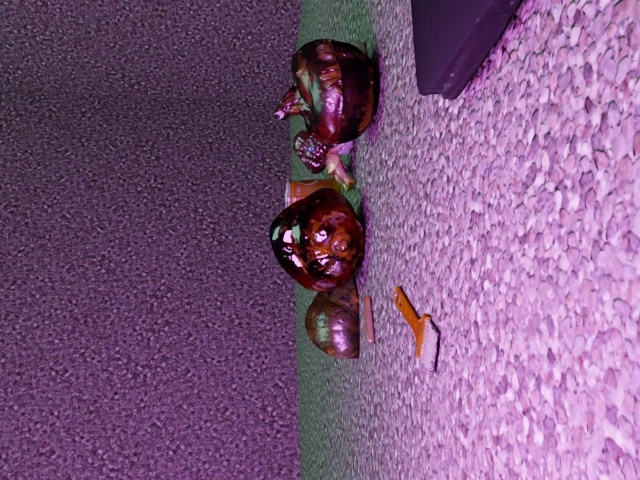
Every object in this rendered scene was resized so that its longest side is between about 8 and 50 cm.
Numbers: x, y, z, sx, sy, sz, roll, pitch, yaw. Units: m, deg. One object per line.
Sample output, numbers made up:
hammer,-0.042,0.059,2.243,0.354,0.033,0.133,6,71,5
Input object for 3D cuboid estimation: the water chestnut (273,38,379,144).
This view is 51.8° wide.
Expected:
water chestnut,0.009,-0.388,1.740,0.300,0.300,0.299,-178,90,-82

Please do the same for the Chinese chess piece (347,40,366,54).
Chinese chess piece,0.099,-0.516,1.915,0.122,0.051,0.122,-179,90,-80

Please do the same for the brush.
brush,0.183,0.157,1.297,0.314,0.017,0.090,-113,28,-73

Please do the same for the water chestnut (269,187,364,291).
water chestnut,0.000,0.000,1.850,0.244,0.289,0.288,-37,-44,-58

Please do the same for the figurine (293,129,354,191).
figurine,0.019,-0.251,2.022,0.116,0.240,0.174,-46,-15,-24

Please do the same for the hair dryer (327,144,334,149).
hair dryer,0.047,-0.464,2.212,0.189,0.107,0.344,155,126,-83

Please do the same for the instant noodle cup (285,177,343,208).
instant noodle cup,-0.025,-0.143,2.242,0.168,0.185,0.168,-178,90,-82

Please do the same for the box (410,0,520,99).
box,0.209,-0.423,0.948,0.359,0.091,0.349,116,153,-71

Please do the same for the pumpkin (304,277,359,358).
pumpkin,0.030,0.196,1.937,0.312,0.148,0.169,-111,19,-60

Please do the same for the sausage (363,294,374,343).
sausage,0.123,0.202,1.684,0.024,0.024,0.132,104,167,-57
